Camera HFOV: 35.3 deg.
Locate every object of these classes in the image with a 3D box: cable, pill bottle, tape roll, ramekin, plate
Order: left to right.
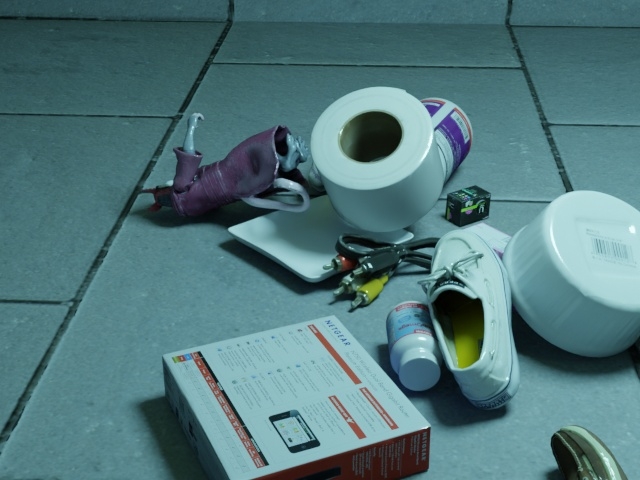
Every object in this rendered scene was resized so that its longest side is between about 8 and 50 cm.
[{"bbox_3d":[0.000,0.000,2.042,0.278,0.045,0.277,-22,33,-35],"label":"plate"},{"bbox_3d":[0.115,-0.161,2.009,0.246,0.169,0.246,-7,60,12],"label":"tape roll"},{"bbox_3d":[0.128,0.037,1.931,0.287,0.072,0.139,-15,61,-40],"label":"cable"},{"bbox_3d":[0.155,0.174,1.653,0.087,0.087,0.160,-1,27,-1],"label":"pill bottle"},{"bbox_3d":[0.218,-0.193,2.269,0.182,0.181,0.323,11,29,21],"label":"pill bottle"},{"bbox_3d":[0.462,0.047,1.713,0.277,0.135,0.277,10,53,-14],"label":"ramekin"}]

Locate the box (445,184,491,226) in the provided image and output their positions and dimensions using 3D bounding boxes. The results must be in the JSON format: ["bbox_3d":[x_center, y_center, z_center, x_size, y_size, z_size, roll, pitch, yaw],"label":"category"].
[{"bbox_3d":[0.317,-0.075,2.164,0.083,0.062,0.052,-18,33,-30],"label":"box"}]

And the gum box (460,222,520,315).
[{"bbox_3d":[0.341,0.054,1.864,0.062,0.107,0.188,-19,32,-31],"label":"gum box"}]

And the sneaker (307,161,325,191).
[{"bbox_3d":[0.039,-0.189,2.331,0.114,0.152,0.305,49,14,3],"label":"sneaker"}]

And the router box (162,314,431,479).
[{"bbox_3d":[-0.046,0.254,1.505,0.301,0.082,0.335,-11,29,-20],"label":"router box"}]

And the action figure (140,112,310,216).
[{"bbox_3d":[-0.201,-0.112,2.143,0.370,0.248,0.275,-20,58,9],"label":"action figure"}]

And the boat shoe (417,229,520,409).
[{"bbox_3d":[0.222,0.091,1.638,0.136,0.156,0.367,-24,41,22],"label":"boat shoe"}]

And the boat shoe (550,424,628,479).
[{"bbox_3d":[0.355,0.340,1.324,0.095,0.095,0.257,-13,29,-11],"label":"boat shoe"}]
